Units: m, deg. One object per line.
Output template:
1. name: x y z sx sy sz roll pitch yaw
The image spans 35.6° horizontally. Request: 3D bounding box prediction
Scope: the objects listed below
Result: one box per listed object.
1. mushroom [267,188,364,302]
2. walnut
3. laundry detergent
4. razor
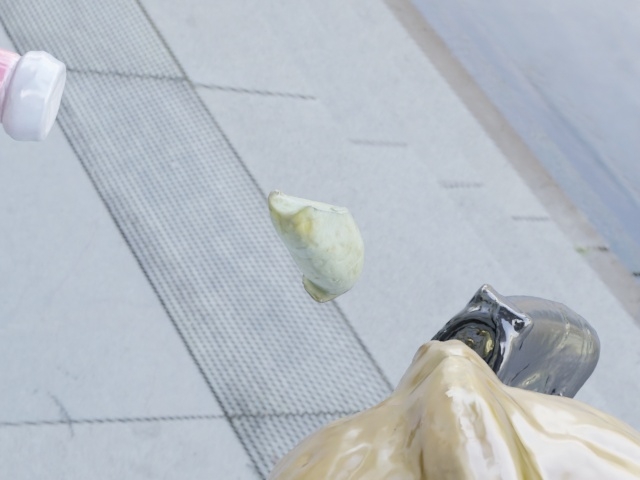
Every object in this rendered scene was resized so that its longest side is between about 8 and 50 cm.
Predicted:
1. mushroom: 0.002 -0.003 1.366 0.087 0.333 0.107 29 75 21
2. walnut: 0.103 0.279 0.652 0.384 0.383 0.383 11 51 -14
3. laundry detergent: -0.389 -0.168 0.846 0.335 0.088 0.159 17 22 -8
4. razor: 0.217 0.157 1.197 0.113 0.204 0.349 41 13 31
